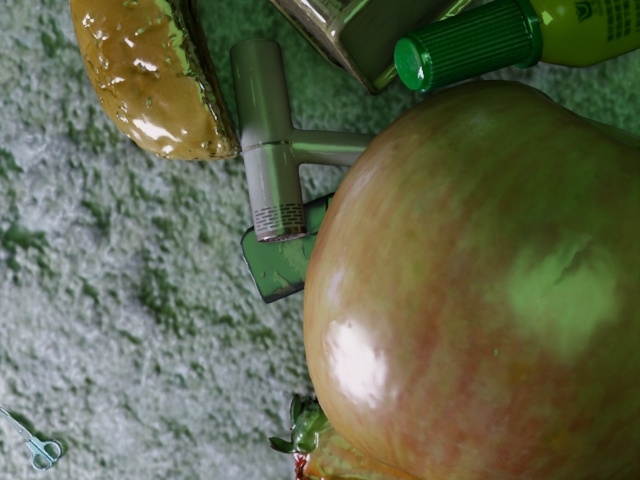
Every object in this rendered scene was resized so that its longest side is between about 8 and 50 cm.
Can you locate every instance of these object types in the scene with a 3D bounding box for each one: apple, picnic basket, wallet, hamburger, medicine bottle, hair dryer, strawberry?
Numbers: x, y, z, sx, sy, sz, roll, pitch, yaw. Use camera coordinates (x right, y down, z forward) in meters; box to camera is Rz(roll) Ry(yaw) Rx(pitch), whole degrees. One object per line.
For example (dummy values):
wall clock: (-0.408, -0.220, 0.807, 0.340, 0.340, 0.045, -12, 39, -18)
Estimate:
apple: (0.176, 0.054, 1.026, 0.391, 0.391, 0.346, 25, 99, 0)
picnic basket: (0.046, -0.277, 1.049, 0.228, 0.313, 0.175, -45, 82, 5)
wallet: (0.000, 0.000, 1.208, 0.156, 0.018, 0.082, -21, 92, 4)
hamburger: (-0.167, -0.192, 1.148, 0.131, 0.124, 0.262, -18, 92, 3)
medicine bottle: (0.205, -0.203, 1.100, 0.309, 0.076, 0.111, -22, 97, -26)
hair dryer: (0.031, -0.111, 1.172, 0.220, 0.053, 0.195, -9, 84, -1)
strawberry: (0.050, 0.209, 1.185, 0.192, 0.085, 0.140, -9, 90, 0)

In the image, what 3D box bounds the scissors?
scissors: (-0.302, 0.200, 1.235, 0.083, 0.006, 0.036, 45, 95, -1)
